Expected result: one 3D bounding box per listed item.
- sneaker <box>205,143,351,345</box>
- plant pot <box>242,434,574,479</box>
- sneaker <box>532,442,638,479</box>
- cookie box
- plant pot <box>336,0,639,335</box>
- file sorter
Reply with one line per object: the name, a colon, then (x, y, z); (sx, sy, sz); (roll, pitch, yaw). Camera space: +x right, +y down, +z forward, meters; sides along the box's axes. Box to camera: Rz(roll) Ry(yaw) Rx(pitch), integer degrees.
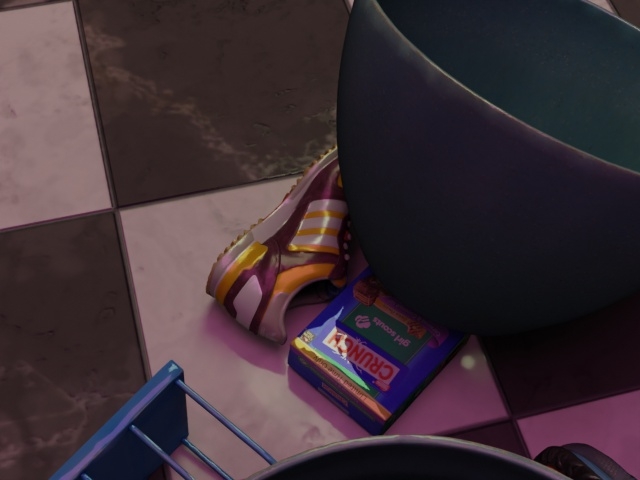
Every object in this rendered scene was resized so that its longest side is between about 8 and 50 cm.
sneaker: (0.000, 0.000, 0.770); (0.084, 0.069, 0.185); (40, 70, 12)
plant pot: (0.040, 0.268, 0.486); (0.293, 0.196, 0.293); (1, 57, -2)
sneaker: (0.236, 0.227, 0.621); (0.262, 0.104, 0.125); (48, 38, 19)
cookie box: (0.045, 0.075, 0.731); (0.092, 0.040, 0.107); (37, 63, 19)
plant pot: (0.130, -0.048, 0.702); (0.290, 0.195, 0.290); (17, 34, -12)
file sorter: (-0.112, 0.185, 0.609); (0.104, 0.118, 0.170); (37, 63, 16)
